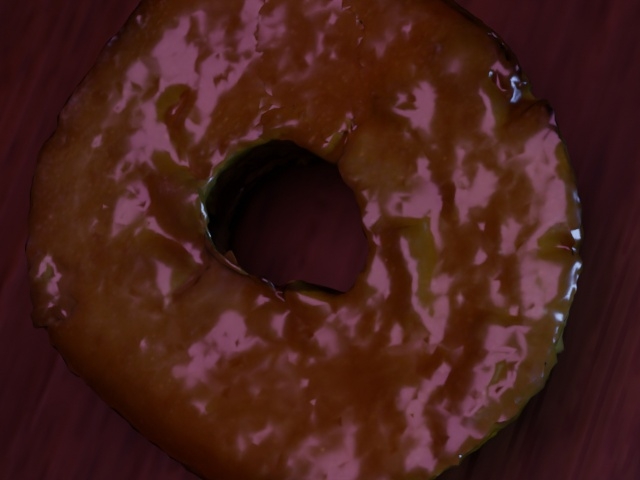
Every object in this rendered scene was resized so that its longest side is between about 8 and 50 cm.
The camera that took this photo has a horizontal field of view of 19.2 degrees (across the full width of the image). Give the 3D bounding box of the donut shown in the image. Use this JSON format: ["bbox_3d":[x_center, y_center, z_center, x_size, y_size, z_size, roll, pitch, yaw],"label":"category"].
[{"bbox_3d":[0.000,0.000,0.580,0.162,0.065,0.178,-46,68,4],"label":"donut"}]
